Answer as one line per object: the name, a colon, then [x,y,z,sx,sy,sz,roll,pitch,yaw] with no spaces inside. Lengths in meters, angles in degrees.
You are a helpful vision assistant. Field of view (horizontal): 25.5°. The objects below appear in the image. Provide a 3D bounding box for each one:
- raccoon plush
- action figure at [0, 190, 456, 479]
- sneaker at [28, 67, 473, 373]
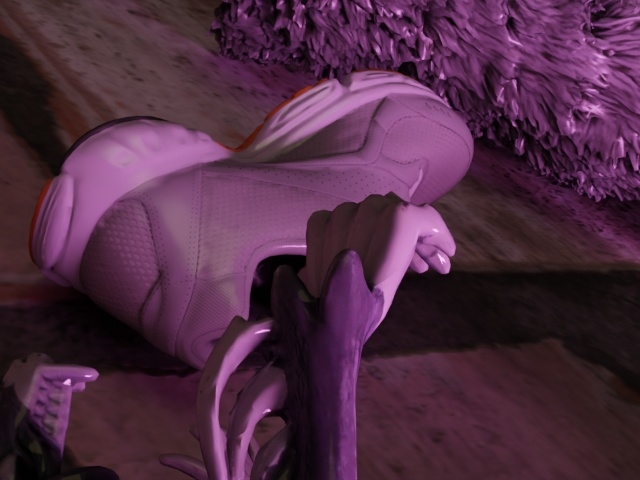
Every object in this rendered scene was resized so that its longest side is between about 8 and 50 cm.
raccoon plush: [0.133,-0.111,0.857,0.299,0.216,0.446,-5,34,-30]
action figure: [-0.007,0.081,0.372,0.275,0.164,0.141,19,51,-23]
sneaker: [0.000,0.000,0.644,0.121,0.099,0.262,42,38,25]
